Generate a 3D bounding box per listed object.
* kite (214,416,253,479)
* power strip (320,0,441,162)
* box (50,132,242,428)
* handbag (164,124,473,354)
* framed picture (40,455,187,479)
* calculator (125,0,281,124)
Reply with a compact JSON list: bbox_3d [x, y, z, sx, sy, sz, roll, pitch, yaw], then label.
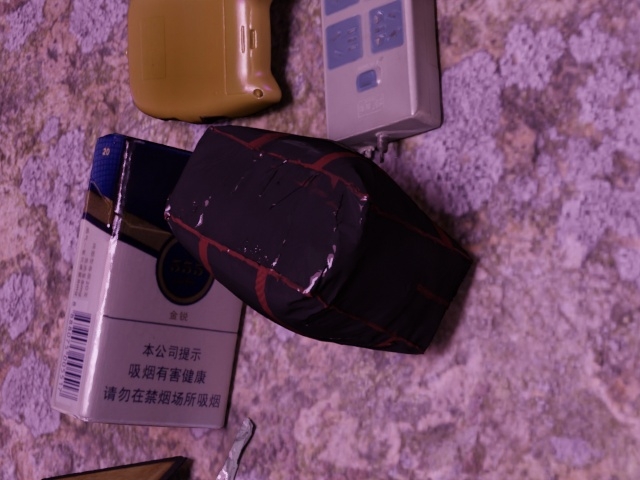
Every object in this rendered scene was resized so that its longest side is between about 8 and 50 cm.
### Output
[{"bbox_3d":[-0.117,0.279,1.224,0.229,0.012,0.250,31,102,42],"label":"kite"},{"bbox_3d":[0.049,-0.245,1.145,0.106,0.043,0.367,-15,72,41],"label":"power strip"},{"bbox_3d":[-0.148,0.041,1.193,0.071,0.168,0.259,9,89,47],"label":"box"},{"bbox_3d":[0.000,0.000,1.057,0.215,0.169,0.155,27,85,45],"label":"handbag"},{"bbox_3d":[-0.303,0.324,1.211,0.255,0.339,0.014,-18,110,44],"label":"framed picture"},{"bbox_3d":[-0.128,-0.194,1.277,0.236,0.033,0.157,3,97,47],"label":"calculator"}]
